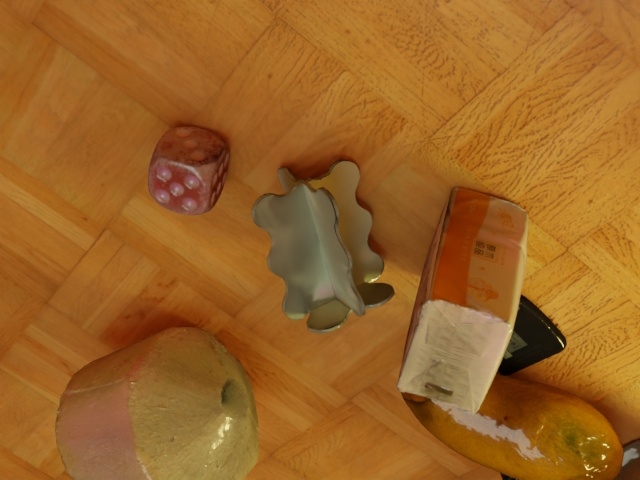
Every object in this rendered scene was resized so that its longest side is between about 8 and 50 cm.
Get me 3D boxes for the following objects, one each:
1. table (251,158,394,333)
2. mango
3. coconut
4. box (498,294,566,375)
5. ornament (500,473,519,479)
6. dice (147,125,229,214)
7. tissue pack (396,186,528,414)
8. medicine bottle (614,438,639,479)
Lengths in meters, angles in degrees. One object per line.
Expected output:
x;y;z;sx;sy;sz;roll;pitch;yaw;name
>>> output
0.000;0.000;1.250;0.167;0.166;0.198;-5;119;22;table
0.287;0.278;1.379;0.360;0.144;0.187;21;148;3;mango
-0.245;0.297;1.484;0.310;0.297;0.297;-18;121;36;coconut
0.284;0.141;1.349;0.126;0.027;0.125;43;128;-19;box
0.315;0.398;1.527;0.028;0.073;0.125;-17;121;-6;ornament
-0.182;-0.098;1.262;0.091;0.093;0.094;17;133;4;dice
0.189;0.076;1.194;0.124;0.225;0.185;17;132;4;tissue pack
0.615;0.511;1.406;0.406;0.235;0.236;41;129;-16;medicine bottle
